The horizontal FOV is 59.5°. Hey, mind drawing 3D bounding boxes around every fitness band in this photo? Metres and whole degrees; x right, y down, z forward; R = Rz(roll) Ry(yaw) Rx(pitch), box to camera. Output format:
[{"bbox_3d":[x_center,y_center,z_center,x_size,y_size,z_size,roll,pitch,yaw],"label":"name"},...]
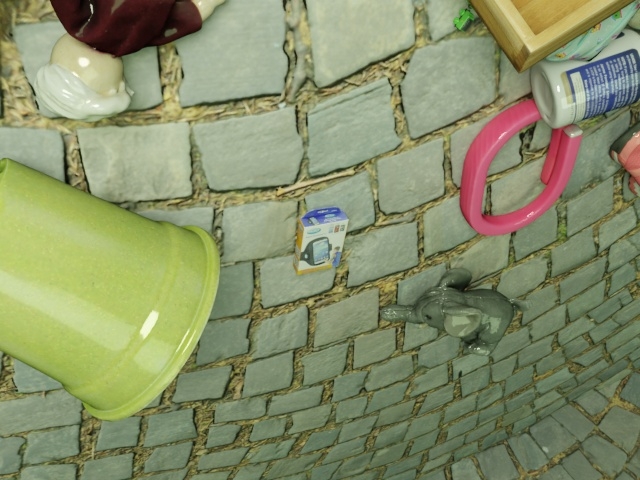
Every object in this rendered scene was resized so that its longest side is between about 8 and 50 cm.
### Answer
[{"bbox_3d":[0.355,-0.121,1.011,0.209,0.054,0.290,-21,140,-8],"label":"fitness band"}]

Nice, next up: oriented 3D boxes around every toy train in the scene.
[{"bbox_3d":[0.205,-0.311,0.730,0.017,0.023,0.083,10,129,-37],"label":"toy train"}]

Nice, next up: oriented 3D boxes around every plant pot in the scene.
[{"bbox_3d":[-0.309,0.042,0.671,0.276,0.276,0.254,-41,128,16],"label":"plant pot"}]

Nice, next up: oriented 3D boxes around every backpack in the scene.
[{"bbox_3d":[0.342,-0.321,0.722,0.115,0.151,0.182,-2,147,-19],"label":"backpack"}]

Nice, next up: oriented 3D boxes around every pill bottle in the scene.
[{"bbox_3d":[0.423,-0.248,0.833,0.187,0.112,0.112,-17,143,8],"label":"pill bottle"}]

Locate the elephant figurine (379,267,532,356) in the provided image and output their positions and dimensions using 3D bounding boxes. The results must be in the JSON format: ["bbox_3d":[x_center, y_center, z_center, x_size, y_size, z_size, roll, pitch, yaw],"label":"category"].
[{"bbox_3d":[0.289,0.148,1.210,0.239,0.169,0.186,29,88,-30],"label":"elephant figurine"}]

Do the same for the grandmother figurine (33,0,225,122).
[{"bbox_3d":[-0.170,-0.250,0.526,0.208,0.104,0.342,2,137,-52],"label":"grandmother figurine"}]

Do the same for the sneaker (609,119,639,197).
[{"bbox_3d":[0.688,-0.140,1.116,0.116,0.136,0.314,-44,139,18],"label":"sneaker"}]

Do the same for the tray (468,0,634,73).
[{"bbox_3d":[0.339,-0.379,0.588,0.411,0.202,0.076,-32,173,7],"label":"tray"}]

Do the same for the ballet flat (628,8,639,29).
[{"bbox_3d":[0.518,-0.382,0.810,0.057,0.052,0.168,1,134,-33],"label":"ballet flat"}]

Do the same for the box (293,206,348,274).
[{"bbox_3d":[0.000,0.000,0.960,0.081,0.028,0.136,-11,141,-19],"label":"box"}]
